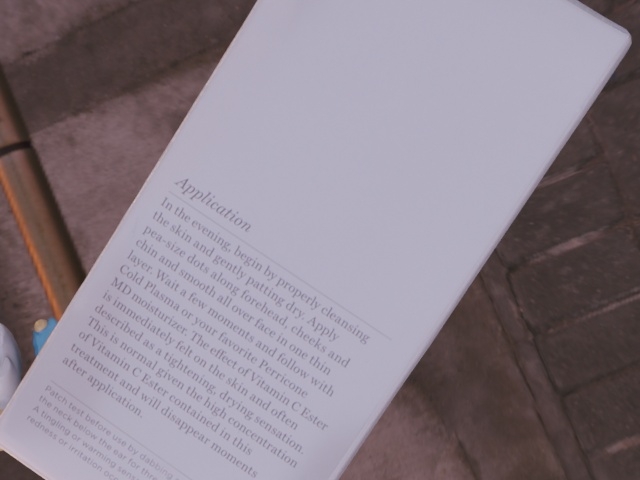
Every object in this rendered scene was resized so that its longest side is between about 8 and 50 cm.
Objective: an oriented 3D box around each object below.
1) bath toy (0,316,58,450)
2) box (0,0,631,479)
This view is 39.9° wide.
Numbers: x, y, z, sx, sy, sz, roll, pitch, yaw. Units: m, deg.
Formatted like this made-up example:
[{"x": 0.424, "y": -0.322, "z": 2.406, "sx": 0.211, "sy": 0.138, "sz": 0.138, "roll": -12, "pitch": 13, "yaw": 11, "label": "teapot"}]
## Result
[{"x": -0.469, "y": 0.191, "z": 1.059, "sx": 0.349, "sy": 0.129, "sz": 0.151, "roll": -7, "pitch": 67, "yaw": -9, "label": "bath toy"}, {"x": 0.000, "y": 0.000, "z": 0.533, "sx": 0.168, "sy": 0.215, "sz": 0.345, "roll": 34, "pitch": 96, "yaw": 5, "label": "box"}]
